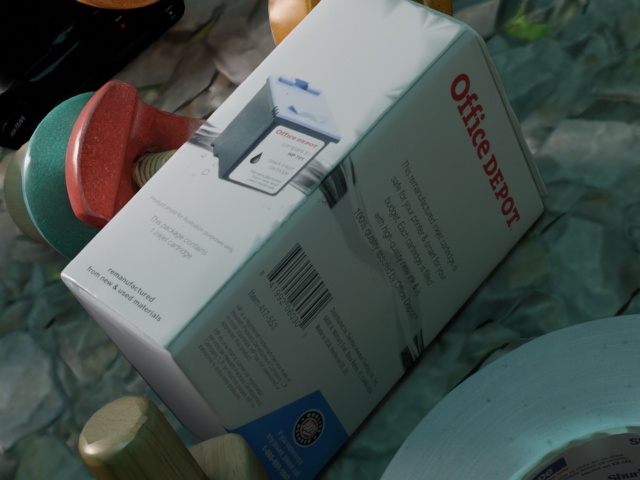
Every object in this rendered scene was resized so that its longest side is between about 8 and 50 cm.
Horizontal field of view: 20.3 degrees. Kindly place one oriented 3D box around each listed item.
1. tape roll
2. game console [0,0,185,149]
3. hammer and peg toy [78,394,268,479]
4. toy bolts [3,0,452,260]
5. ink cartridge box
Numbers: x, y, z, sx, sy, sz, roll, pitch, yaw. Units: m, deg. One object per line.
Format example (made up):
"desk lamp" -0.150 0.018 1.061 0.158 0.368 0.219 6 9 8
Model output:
"tape roll" 0.125 0.139 0.691 0.219 0.072 0.219 -11 53 15
"game console" -0.106 -0.222 1.054 0.361 0.044 0.213 -41 54 -8
"hammer and peg toy" -0.134 0.232 0.623 0.266 0.127 0.361 -24 32 12
"toy bolts" -0.071 -0.087 0.903 0.158 0.218 0.228 -5 66 56
"ink cartridge box" 0.000 0.000 0.794 0.082 0.139 0.190 30 71 37
